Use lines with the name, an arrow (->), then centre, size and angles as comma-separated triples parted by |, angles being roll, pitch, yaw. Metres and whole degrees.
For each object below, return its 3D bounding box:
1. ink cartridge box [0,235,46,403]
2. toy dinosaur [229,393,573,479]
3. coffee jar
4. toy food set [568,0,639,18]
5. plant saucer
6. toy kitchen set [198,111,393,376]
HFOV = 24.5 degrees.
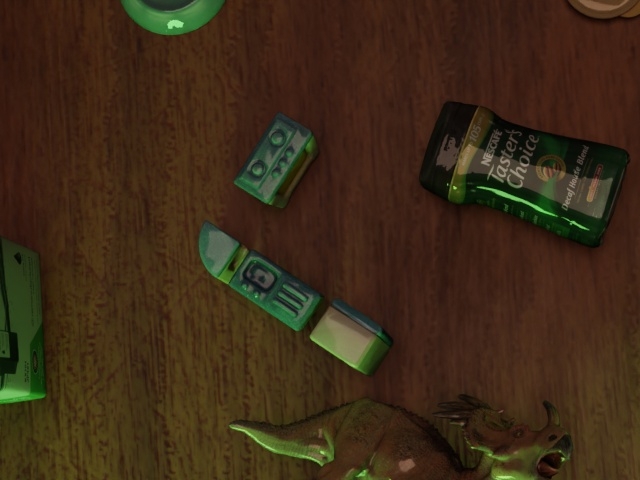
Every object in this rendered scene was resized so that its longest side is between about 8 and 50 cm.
ink cartridge box -> -0.330, 0.071, 1.367 | 0.086, 0.208, 0.153 | -5, 81, 7
toy dinosaur -> 0.075, 0.198, 1.340 | 0.295, 0.127, 0.200 | 24, 78, 23
coffee jar -> 0.189, -0.064, 1.378 | 0.184, 0.079, 0.096 | 18, 84, 11
toy food set -> 0.275, -0.254, 1.423 | 0.083, 0.020, 0.083 | -5, 81, 8
plant saucer -> -0.150, -0.268, 1.487 | 0.119, 0.021, 0.119 | -1, 81, 8
toy kitchen set -> 0.000, 0.000, 1.374 | 0.207, 0.122, 0.166 | 33, 87, 11
